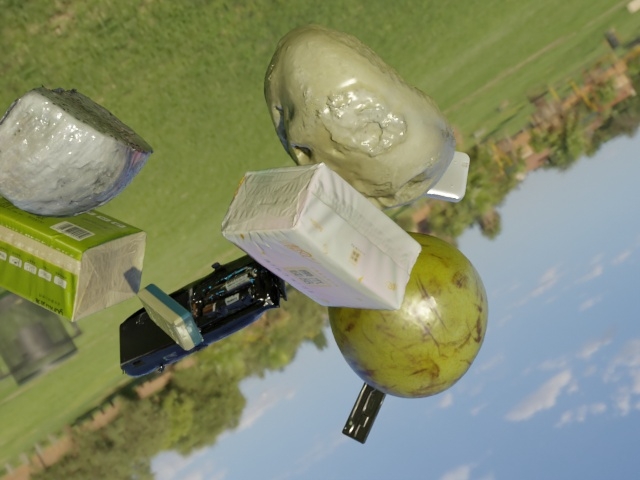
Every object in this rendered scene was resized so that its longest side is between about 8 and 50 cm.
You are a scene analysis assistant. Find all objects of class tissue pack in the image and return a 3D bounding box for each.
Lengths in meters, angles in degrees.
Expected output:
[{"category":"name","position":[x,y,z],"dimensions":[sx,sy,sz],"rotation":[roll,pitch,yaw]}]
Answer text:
[{"category":"tissue pack","position":[-0.521,0.023,1.790],"dimensions":[0.200,0.274,0.167],"rotation":[-23,129,-60]},{"category":"tissue pack","position":[0.000,0.000,1.301],"dimensions":[0.185,0.225,0.124],"rotation":[-4,-124,49]}]

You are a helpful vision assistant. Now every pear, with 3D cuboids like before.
[{"category":"pear","position":[0.140,0.120,1.498],"dimensions":[0.283,0.284,0.283],"rotation":[-31,178,-1]}]

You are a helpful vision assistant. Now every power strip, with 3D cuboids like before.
[{"category":"power strip","position":[-0.218,0.108,1.290],"dimensions":[0.032,0.056,0.123],"rotation":[-35,-142,-21]}]

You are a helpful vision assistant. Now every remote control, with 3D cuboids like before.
[{"category":"remote control","position":[-0.225,0.134,1.610],"dimensions":[0.398,0.145,0.062],"rotation":[-28,147,31]},{"category":"remote control","position":[0.171,-0.147,1.805],"dimensions":[0.250,0.103,0.034],"rotation":[10,168,-2]}]

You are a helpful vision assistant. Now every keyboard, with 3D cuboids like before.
[{"category":"keyboard","position":[0.095,0.318,1.761],"dimensions":[0.155,0.053,0.010],"rotation":[-64,161,-6]}]

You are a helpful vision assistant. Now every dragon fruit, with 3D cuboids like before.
[{"category":"dragon fruit","position":[-0.447,-0.134,1.586],"dimensions":[0.221,0.204,0.283],"rotation":[-49,-179,6]}]

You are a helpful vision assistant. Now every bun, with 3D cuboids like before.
[{"category":"bun","position":[0.044,-0.186,1.414],"dimensions":[0.234,0.326,0.362],"rotation":[-44,156,10]}]
